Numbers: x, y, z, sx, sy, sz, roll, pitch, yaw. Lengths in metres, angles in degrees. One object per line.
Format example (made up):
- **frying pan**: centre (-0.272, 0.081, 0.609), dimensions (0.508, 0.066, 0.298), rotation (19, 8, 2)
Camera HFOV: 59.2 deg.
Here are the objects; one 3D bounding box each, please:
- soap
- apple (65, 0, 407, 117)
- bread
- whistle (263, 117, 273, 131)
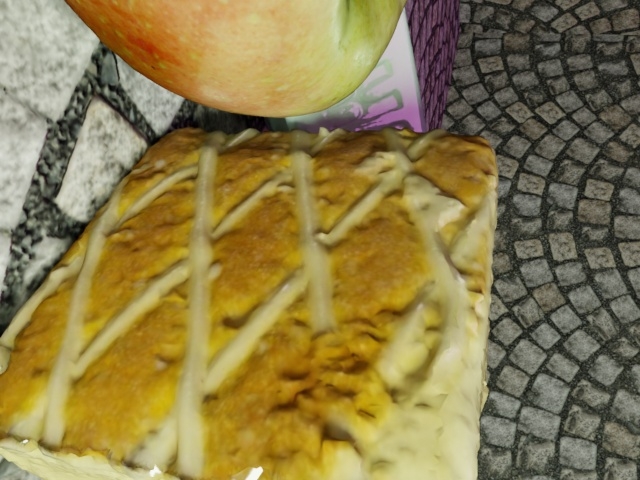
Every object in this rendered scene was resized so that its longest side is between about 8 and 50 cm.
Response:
- **soap**: centre (0.025, -0.175, 0.662), dimensions (0.173, 0.095, 0.289), rotation (-27, 124, -15)
- **apple**: centre (-0.066, -0.264, 0.410), dimensions (0.319, 0.277, 0.319), rotation (-55, 160, -32)
- **bread**: centre (-0.032, 0.091, 0.528), dimensions (0.390, 0.371, 0.279), rotation (-69, 154, -45)
- **whistle**: centre (0.003, -0.252, 0.779), dimensions (0.405, 0.188, 0.168), rotation (43, 57, -68)
